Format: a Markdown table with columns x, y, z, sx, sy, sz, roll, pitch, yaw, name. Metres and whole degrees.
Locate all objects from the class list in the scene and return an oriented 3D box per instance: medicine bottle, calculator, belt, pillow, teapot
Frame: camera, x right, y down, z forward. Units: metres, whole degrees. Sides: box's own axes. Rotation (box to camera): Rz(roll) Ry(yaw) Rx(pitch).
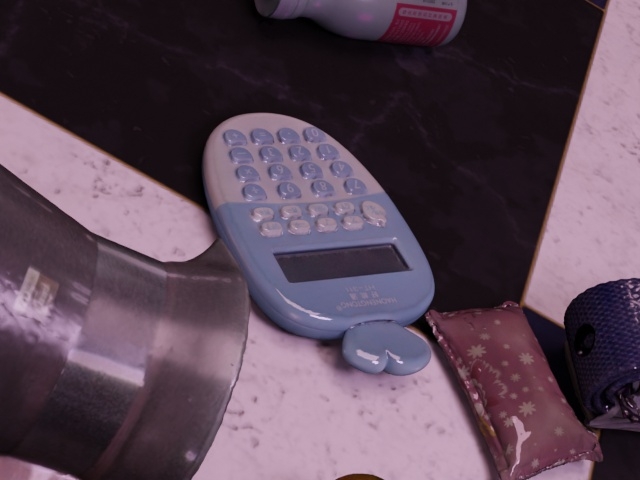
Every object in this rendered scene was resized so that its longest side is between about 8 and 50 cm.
| x | y | z | sx | sy | sz | roll | pitch | yaw | name |
| --- | --- | --- | --- | --- | --- | --- | --- | --- | --- |
| 0.041 | -0.253 | 1.553 | 0.217 | 0.090 | 0.090 | 2 | 51 | -29 | medicine bottle |
| 0.000 | 0.000 | 1.331 | 0.188 | 0.042 | 0.302 | -4 | 53 | -35 | calculator |
| 0.330 | 0.119 | 1.361 | 0.230 | 0.139 | 0.126 | 12 | 50 | -27 | belt |
| 0.170 | 0.127 | 1.317 | 0.118 | 0.043 | 0.185 | -4 | 54 | -31 | pillow |
| -0.248 | 0.067 | 0.991 | 0.344 | 0.253 | 0.300 | 23 | 76 | -19 | teapot |

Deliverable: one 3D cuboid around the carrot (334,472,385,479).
| x | y | z | sx | sy | sz | roll | pitch | yaw | name |
| --- | --- | --- | --- | --- | --- | --- | --- | --- | --- |
| -0.002 | 0.245 | 1.073 | 0.087 | 0.087 | 0.193 | 37 | 44 | 4 | carrot |
